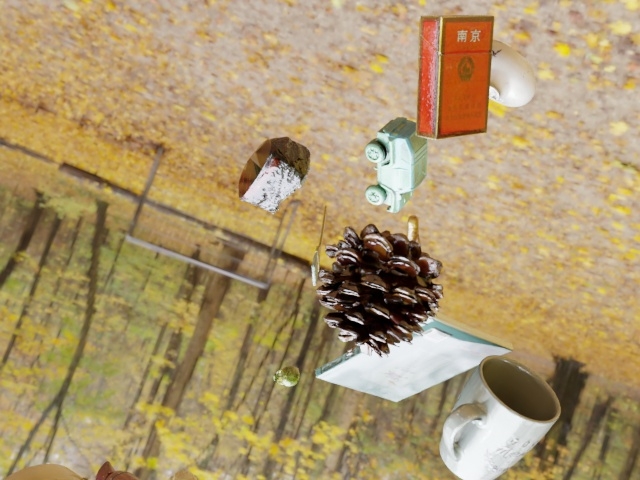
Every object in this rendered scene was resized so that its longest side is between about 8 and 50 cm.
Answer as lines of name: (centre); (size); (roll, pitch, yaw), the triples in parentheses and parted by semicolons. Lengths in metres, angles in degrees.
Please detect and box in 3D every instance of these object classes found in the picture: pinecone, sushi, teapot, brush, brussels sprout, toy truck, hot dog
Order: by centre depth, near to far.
pinecone: (0.095, 0.091, 1.254); (0.222, 0.221, 0.221); (20, 173, 2)
hot dog: (0.196, 0.008, 1.604); (0.028, 0.137, 0.044); (6, -152, 18)
brussels sprout: (-0.076, 0.310, 1.746); (0.051, 0.046, 0.083); (-5, 176, -21)
brush: (0.000, 0.000, 1.760); (0.011, 0.205, 0.083); (5, 143, 6)
teapot: (0.448, -0.413, 1.961); (0.208, 0.165, 0.299); (26, 175, 0)
sushi: (-0.127, -0.183, 2.082); (0.126, 0.136, 0.225); (17, 136, -27)
toy truck: (0.233, -0.227, 2.309); (0.156, 0.155, 0.278); (17, 129, 28)

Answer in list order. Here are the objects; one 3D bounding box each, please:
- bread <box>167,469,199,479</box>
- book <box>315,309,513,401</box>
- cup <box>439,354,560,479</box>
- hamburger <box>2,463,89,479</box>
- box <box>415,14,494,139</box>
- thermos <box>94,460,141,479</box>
bread: (-0.174, 0.411, 0.836); (0.054, 0.315, 0.316); (12, 175, -9)
book: (0.203, 0.271, 1.710); (0.264, 0.031, 0.379); (25, 139, -32)
cup: (0.333, 0.388, 1.578); (0.258, 0.234, 0.186); (2, -143, -41)
hamburger: (-0.627, 0.647, 1.712); (0.294, 0.275, 0.179); (10, -165, -46)
box: (0.270, -0.330, 1.532); (0.153, 0.239, 0.074); (-11, -161, -31)
thermos: (-0.513, 0.729, 2.104); (0.330, 0.136, 0.110); (15, -144, 39)
